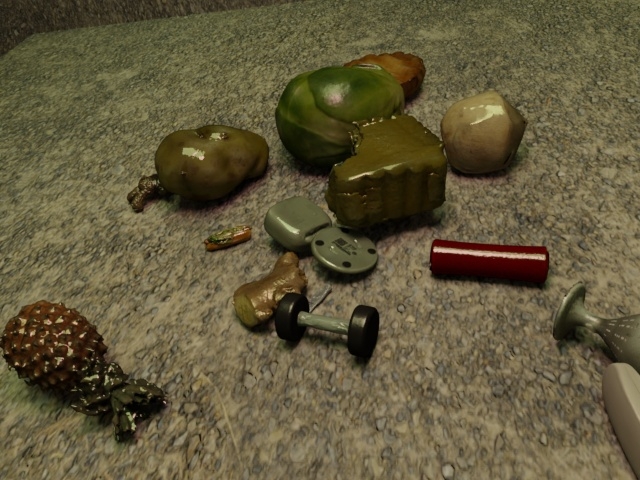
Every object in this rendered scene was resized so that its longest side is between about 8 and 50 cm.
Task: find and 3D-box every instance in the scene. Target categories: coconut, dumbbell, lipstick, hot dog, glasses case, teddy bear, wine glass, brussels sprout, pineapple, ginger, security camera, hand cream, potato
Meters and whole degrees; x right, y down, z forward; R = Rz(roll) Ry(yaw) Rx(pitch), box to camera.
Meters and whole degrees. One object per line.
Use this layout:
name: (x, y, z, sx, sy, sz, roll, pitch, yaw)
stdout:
coconut: (0.432, -0.282, 1.480, 0.224, 0.224, 0.224, -7, 39, 5)
dumbbell: (0.013, 0.164, 1.111, 0.191, 0.100, 0.100, 9, 43, 23)
lipstick: (0.355, 0.042, 1.195, 0.241, 0.080, 0.080, 5, 42, 18)
hot dog: (-0.235, -0.011, 1.428, 0.133, 0.041, 0.056, -19, 39, -10)
glasses case: (0.489, 0.291, 0.851, 0.059, 0.092, 0.233, -3, 38, 2)
teddy bear: (-0.490, -0.158, 1.640, 0.160, 0.078, 0.119, -28, 38, -18)
wine glass: (0.534, 0.169, 0.964, 0.126, 0.126, 0.241, -37, 43, -29)
brussels sprout: (0.057, -0.355, 1.610, 0.371, 0.276, 0.315, -6, 26, -5)
pineapple: (-0.458, 0.243, 1.096, 0.361, 0.175, 0.175, 20, 48, 21)
ginger: (-0.094, 0.104, 1.235, 0.137, 0.074, 0.213, 21, 43, 34)
security camera: (0.000, 0.000, 1.337, 0.301, 0.080, 0.157, 36, 41, 29)
hand cream: (-0.008, 0.125, 1.229, 0.030, 0.019, 0.093, 23, 52, 37)
potato: (-0.295, -0.227, 1.594, 0.218, 0.202, 0.351, 13, 30, 43)

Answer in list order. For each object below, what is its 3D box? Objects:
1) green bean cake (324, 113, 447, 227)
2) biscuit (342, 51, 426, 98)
green bean cake: (0.139, -0.161, 1.389, 0.285, 0.202, 0.310, -12, 36, -5)
biscuit: (0.200, -0.544, 1.925, 0.325, 0.107, 0.326, -8, 36, 6)
